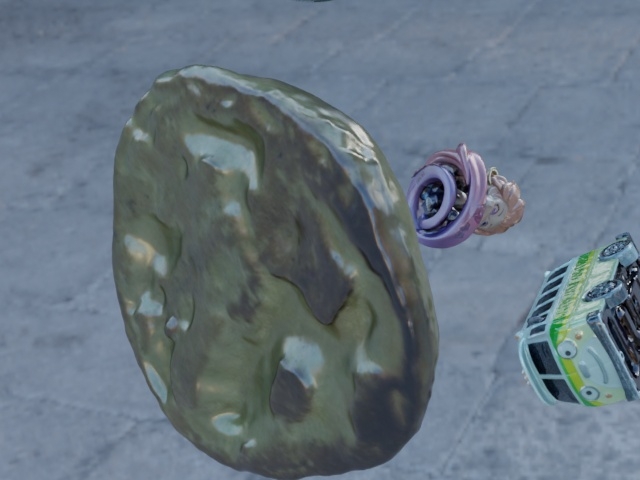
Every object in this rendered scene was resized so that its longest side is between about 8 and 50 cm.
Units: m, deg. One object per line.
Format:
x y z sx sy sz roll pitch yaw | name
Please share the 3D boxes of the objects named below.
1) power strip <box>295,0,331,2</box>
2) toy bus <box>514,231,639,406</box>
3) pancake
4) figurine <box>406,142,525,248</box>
0.025 -0.298 0.991 0.137 0.216 0.044 19 2 27 | power strip
0.361 0.114 1.608 0.164 0.134 0.276 -23 12 30 | toy bus
-0.038 0.022 0.754 0.049 0.294 0.294 -19 28 -40 | pancake
0.170 -0.053 1.413 0.114 0.126 0.157 43 33 25 | figurine
